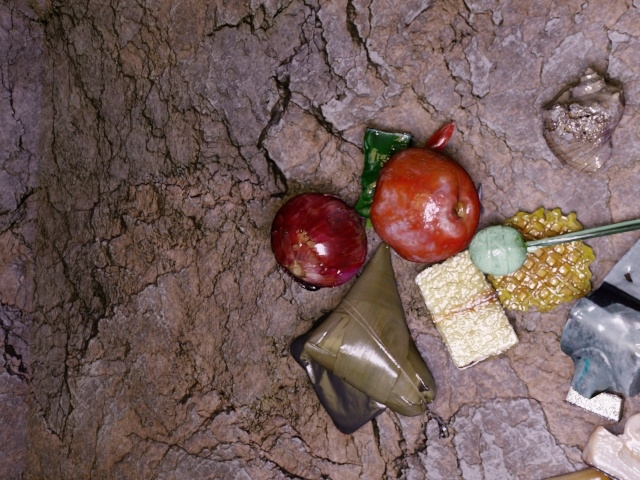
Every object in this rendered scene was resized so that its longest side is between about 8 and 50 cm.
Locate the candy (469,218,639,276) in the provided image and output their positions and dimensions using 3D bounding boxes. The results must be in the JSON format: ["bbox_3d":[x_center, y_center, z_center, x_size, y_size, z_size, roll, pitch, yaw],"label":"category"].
[{"bbox_3d":[0.557,-0.003,1.387,0.439,0.119,0.119,-11,86,18],"label":"candy"}]

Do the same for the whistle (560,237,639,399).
[{"bbox_3d":[0.651,0.142,1.280,0.168,0.188,0.405,37,120,41],"label":"whistle"}]

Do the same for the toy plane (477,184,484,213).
[{"bbox_3d":[0.386,-0.102,1.563,0.078,0.031,0.083,-44,66,41],"label":"toy plane"}]

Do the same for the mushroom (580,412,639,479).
[{"bbox_3d":[0.706,0.463,1.337,0.236,0.162,0.173,24,76,25],"label":"mushroom"}]

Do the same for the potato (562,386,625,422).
[{"bbox_3d":[0.623,0.364,1.405,0.122,0.086,0.061,17,87,32],"label":"potato"}]

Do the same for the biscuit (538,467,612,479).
[{"bbox_3d":[0.579,0.676,1.452,0.290,0.062,0.237,-27,77,28],"label":"biscuit"}]

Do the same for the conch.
[{"bbox_3d":[0.586,-0.260,1.394,0.178,0.162,0.245,23,126,62],"label":"conch"}]

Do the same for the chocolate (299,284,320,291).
[{"bbox_3d":[-0.046,0.082,1.818,0.072,0.070,0.147,-30,72,34],"label":"chocolate"}]

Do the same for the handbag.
[{"bbox_3d":[0.047,0.371,1.761,0.191,0.075,0.332,-42,70,24],"label":"handbag"}]

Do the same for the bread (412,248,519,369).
[{"bbox_3d":[0.355,0.176,1.533,0.178,0.142,0.266,-23,73,-1],"label":"bread"}]

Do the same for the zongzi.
[{"bbox_3d":[0.230,0.267,1.627,0.447,0.181,0.418,33,79,7],"label":"zongzi"}]

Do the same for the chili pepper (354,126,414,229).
[{"bbox_3d":[0.159,-0.160,1.665,0.136,0.099,0.271,13,94,12],"label":"chili pepper"}]

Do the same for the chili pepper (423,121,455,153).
[{"bbox_3d":[0.288,-0.232,1.605,0.050,0.059,0.191,33,116,-12],"label":"chili pepper"}]

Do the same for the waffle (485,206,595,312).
[{"bbox_3d":[0.516,0.048,1.476,0.254,0.052,0.245,-15,82,30],"label":"waffle"}]

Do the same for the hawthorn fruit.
[{"bbox_3d":[0.257,-0.083,1.516,0.284,0.284,0.285,1,92,32],"label":"hawthorn fruit"}]

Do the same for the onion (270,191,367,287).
[{"bbox_3d":[0.000,0.000,1.678,0.276,0.276,0.276,1,92,32],"label":"onion"}]
